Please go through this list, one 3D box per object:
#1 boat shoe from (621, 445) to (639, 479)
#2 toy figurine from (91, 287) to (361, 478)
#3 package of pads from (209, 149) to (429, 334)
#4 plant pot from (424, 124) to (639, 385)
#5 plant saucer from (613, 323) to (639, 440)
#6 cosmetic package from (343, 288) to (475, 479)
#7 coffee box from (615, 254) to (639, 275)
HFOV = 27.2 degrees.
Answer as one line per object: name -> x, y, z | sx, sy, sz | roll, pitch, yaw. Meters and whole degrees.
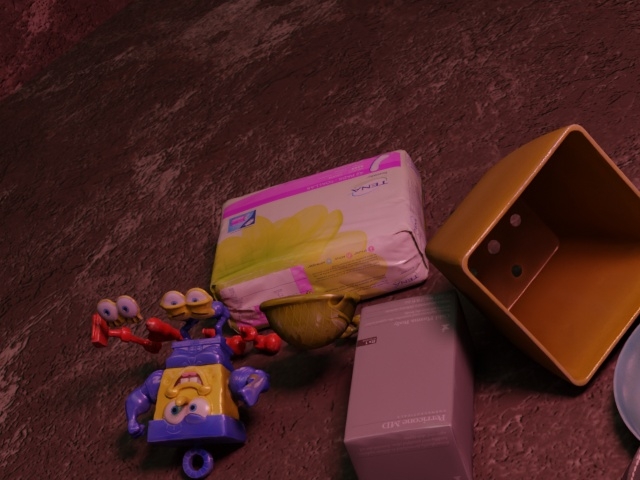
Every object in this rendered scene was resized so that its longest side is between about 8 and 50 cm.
boat shoe -> 0.409, 0.148, 1.261 | 0.335, 0.095, 0.112 | -32, 33, -14
toy figurine -> -0.111, 0.190, 1.636 | 0.363, 0.191, 0.217 | -6, 65, 19
package of pads -> 0.000, 0.000, 1.829 | 0.297, 0.101, 0.229 | -17, 32, 12
plant pot -> 0.248, 0.013, 1.535 | 0.212, 0.212, 0.187 | -50, 19, -13
plant saucer -> 0.465, 0.140, 1.368 | 0.318, 0.043, 0.317 | -17, 31, 11
cosmetic package -> 0.105, 0.173, 1.501 | 0.127, 0.107, 0.238 | -12, 30, 13
coffee box -> 0.454, 0.012, 1.567 | 0.184, 0.040, 0.113 | -32, 32, -12
